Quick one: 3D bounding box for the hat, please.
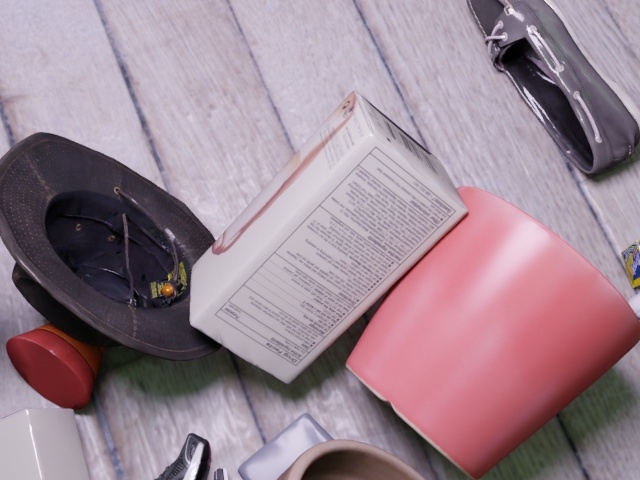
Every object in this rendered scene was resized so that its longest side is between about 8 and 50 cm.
[{"bbox_3d":[-0.264,0.033,1.004,0.134,0.331,0.331,-39,73,25],"label":"hat"}]

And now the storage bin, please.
[{"bbox_3d":[-0.028,0.270,0.991,0.135,0.098,0.091,-39,66,-12],"label":"storage bin"}]

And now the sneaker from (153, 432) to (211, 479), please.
[{"bbox_3d":[-0.190,0.303,0.984,0.077,0.072,0.178,22,71,9],"label":"sneaker"}]

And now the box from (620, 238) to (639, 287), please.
[{"bbox_3d":[0.484,0.014,1.097,0.169,0.059,0.054,-12,74,-5],"label":"box"}]

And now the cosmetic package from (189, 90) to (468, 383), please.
[{"bbox_3d":[0.000,0.000,0.963,0.153,0.129,0.296,37,110,-25],"label":"cosmetic package"}]

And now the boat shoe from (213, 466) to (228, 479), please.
[{"bbox_3d":[-0.126,0.328,0.991,0.038,0.046,0.125,2,80,-5],"label":"boat shoe"}]

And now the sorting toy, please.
[{"bbox_3d":[-0.398,0.056,1.059,0.366,0.127,0.126,33,51,7],"label":"sorting toy"}]

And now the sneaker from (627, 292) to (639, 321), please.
[{"bbox_3d":[0.507,0.095,1.055,0.240,0.091,0.126,-12,73,-6],"label":"sneaker"}]

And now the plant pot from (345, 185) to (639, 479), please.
[{"bbox_3d":[0.179,0.116,0.966,0.275,0.275,0.243,40,85,11],"label":"plant pot"}]

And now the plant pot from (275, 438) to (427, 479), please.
[{"bbox_3d":[0.010,0.372,0.862,0.263,0.263,0.229,47,118,13],"label":"plant pot"}]

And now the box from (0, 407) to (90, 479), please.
[{"bbox_3d":[-0.311,0.333,0.944,0.113,0.094,0.275,-22,72,14],"label":"box"}]

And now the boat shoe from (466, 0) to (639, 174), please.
[{"bbox_3d":[0.297,-0.233,1.150,0.095,0.112,0.335,-37,79,-17],"label":"boat shoe"}]
